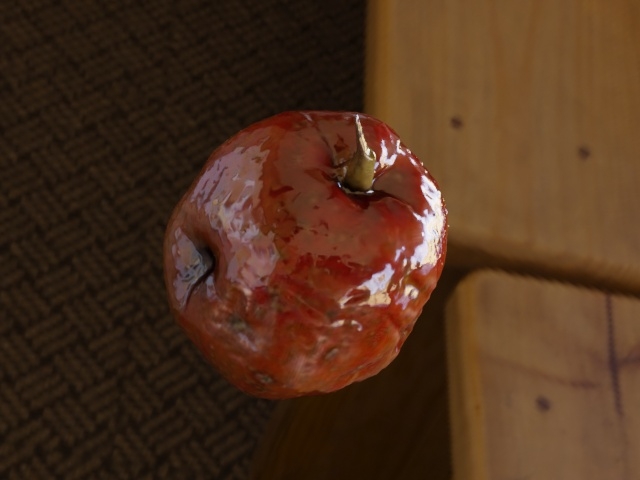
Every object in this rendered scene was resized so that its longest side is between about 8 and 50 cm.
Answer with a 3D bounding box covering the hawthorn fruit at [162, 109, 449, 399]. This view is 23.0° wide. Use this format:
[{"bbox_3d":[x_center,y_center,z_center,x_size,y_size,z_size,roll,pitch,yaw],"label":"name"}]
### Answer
[{"bbox_3d":[-0.009,0.013,1.420,0.258,0.262,0.258,47,28,-35],"label":"hawthorn fruit"}]
